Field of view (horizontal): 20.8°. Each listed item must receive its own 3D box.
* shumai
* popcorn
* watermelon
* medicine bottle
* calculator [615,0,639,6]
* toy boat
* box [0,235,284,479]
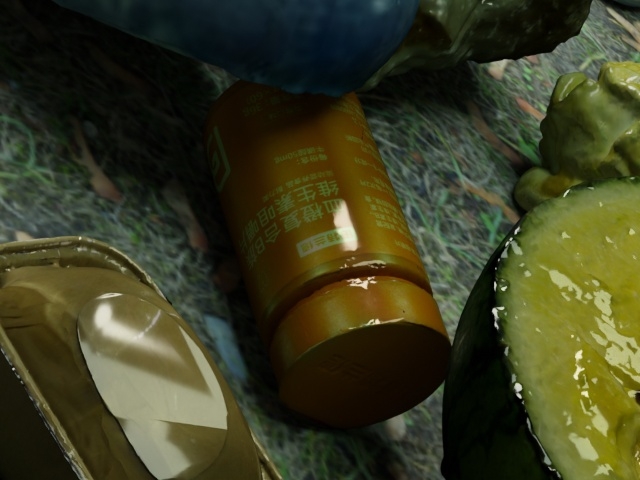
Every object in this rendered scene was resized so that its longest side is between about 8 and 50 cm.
[{"bbox_3d":[0.050,-0.167,1.196,0.222,0.203,0.272,30,-6,36],"label":"shumai"},{"bbox_3d":[0.218,-0.059,1.221,0.162,0.141,0.135,0,39,7],"label":"popcorn"},{"bbox_3d":[0.181,0.146,0.894,0.331,0.189,0.330,18,41,-17],"label":"watermelon"},{"bbox_3d":[0.000,0.000,0.952,0.096,0.096,0.192,15,41,-36],"label":"medicine bottle"},{"bbox_3d":[0.206,-0.331,1.616,0.303,0.042,0.188,44,33,2],"label":"calculator"},{"bbox_3d":[-0.083,-0.196,0.982,0.330,0.123,0.215,33,23,34],"label":"toy boat"},{"bbox_3d":[-0.088,0.076,0.761,0.111,0.111,0.177,-9,58,-51],"label":"box"}]
